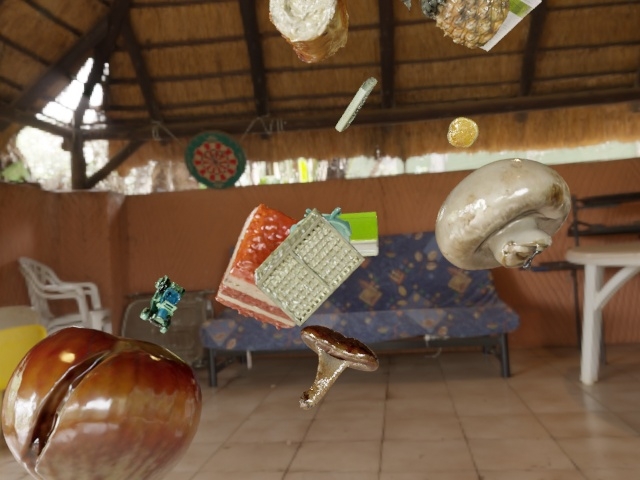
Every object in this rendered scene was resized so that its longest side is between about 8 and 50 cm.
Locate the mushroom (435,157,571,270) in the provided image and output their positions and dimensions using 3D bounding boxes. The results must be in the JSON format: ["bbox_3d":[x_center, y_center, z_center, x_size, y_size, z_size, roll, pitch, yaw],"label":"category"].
[{"bbox_3d":[0.486,-0.036,1.529,0.361,0.295,0.362,-17,-32,-11],"label":"mushroom"}]

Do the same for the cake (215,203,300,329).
[{"bbox_3d":[-0.134,0.082,1.739,0.269,0.270,0.319,23,-23,-8],"label":"cake"}]

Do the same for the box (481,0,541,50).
[{"bbox_3d":[0.632,-0.816,1.984,0.106,0.200,0.299,24,-21,-11],"label":"box"}]

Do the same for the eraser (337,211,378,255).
[{"bbox_3d":[0.088,-0.023,2.282,0.273,0.092,0.210,-3,36,6],"label":"eraser"}]

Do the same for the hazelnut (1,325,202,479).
[{"bbox_3d":[-0.448,0.364,1.239,0.359,0.360,0.409,-5,-18,45],"label":"hazelnut"}]

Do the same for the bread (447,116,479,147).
[{"bbox_3d":[0.496,-0.375,2.036,0.109,0.110,0.024,-4,20,21],"label":"bread"}]

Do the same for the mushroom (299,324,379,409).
[{"bbox_3d":[0.025,0.355,1.551,0.226,0.218,0.148,18,-21,15],"label":"mushroom"}]

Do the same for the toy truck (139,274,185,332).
[{"bbox_3d":[-0.402,0.158,1.532,0.080,0.154,0.078,40,-53,-22],"label":"toy truck"}]

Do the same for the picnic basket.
[{"bbox_3d":[-0.027,0.049,1.222,0.196,0.134,0.154,-47,10,1],"label":"picnic basket"}]

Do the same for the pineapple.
[{"bbox_3d":[0.215,-0.450,1.053,0.247,0.128,0.128,24,-10,-17],"label":"pineapple"}]

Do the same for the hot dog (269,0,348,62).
[{"bbox_3d":[-0.033,-0.644,1.474,0.195,0.368,0.365,-6,3,12],"label":"hot dog"}]

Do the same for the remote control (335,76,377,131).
[{"bbox_3d":[0.129,-0.497,2.151,0.098,0.038,0.233,-52,-1,-40],"label":"remote control"}]

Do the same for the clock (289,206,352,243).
[{"bbox_3d":[0.000,0.000,1.425,0.159,0.066,0.211,-6,-41,-7],"label":"clock"}]
